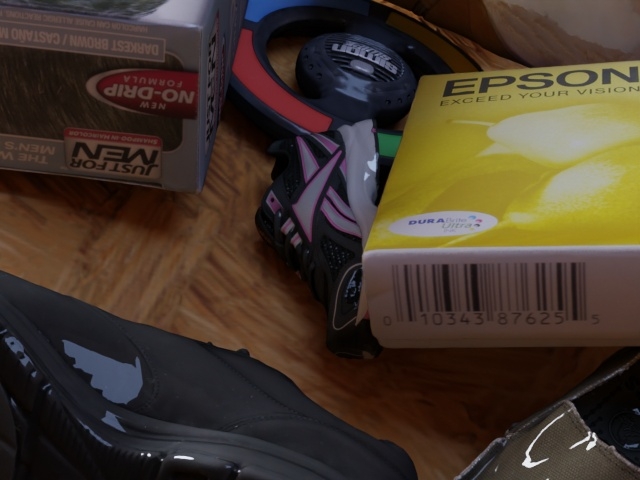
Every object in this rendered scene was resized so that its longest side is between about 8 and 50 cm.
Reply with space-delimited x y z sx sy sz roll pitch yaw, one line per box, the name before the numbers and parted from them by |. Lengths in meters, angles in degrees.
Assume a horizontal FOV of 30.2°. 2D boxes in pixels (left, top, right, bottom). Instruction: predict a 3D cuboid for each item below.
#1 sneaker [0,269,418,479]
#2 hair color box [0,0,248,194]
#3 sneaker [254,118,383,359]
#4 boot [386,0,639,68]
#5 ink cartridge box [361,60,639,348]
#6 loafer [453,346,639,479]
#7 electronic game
sneaker | -0.087 0.082 0.520 0.286 0.109 0.130 28 21 12
hair color box | -0.142 -0.189 0.780 0.185 0.113 0.374 6 38 0
sneaker | 0.000 0.000 0.699 0.077 0.072 0.178 -3 39 1
boot | 0.147 -0.197 0.922 0.295 0.104 0.211 24 12 13
ink cartridge box | 0.198 -0.052 0.662 0.304 0.072 0.307 -3 33 14
loafer | 0.108 0.116 0.546 0.094 0.087 0.251 38 56 20
electronic game | 0.027 -0.119 0.861 0.229 0.048 0.229 14 38 -11
